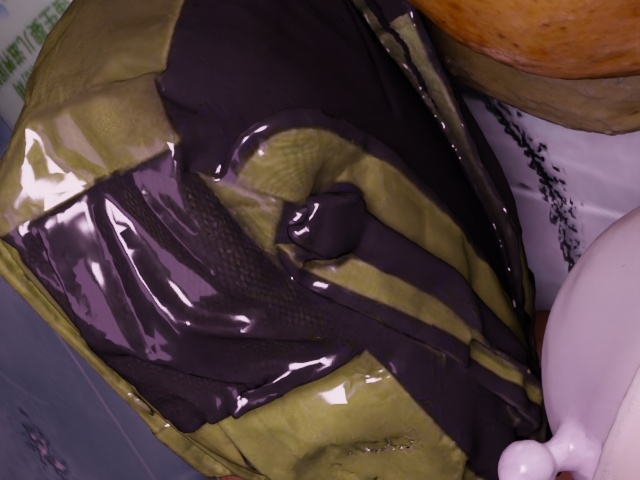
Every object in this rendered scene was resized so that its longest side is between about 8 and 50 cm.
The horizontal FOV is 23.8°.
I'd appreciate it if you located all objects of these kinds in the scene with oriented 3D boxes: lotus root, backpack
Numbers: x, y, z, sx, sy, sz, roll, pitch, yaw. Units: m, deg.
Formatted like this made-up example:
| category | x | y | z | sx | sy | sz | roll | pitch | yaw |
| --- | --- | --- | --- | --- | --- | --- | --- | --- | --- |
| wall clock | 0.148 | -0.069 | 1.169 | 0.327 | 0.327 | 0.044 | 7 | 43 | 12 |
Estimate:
| category | x | y | z | sx | sy | sz | roll | pitch | yaw |
| --- | --- | --- | --- | --- | --- | --- | --- | --- | --- |
| lotus root | 0.068 | -0.107 | 0.618 | 0.183 | 0.077 | 0.090 | 35 | 143 | 19 |
| backpack | 0.000 | 0.000 | 0.565 | 0.140 | 0.207 | 0.253 | -29 | 118 | 24 |

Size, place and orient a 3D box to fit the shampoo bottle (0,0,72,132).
| category | x | y | z | sx | sy | sz | roll | pitch | yaw |
| --- | --- | --- | --- | --- | --- | --- | --- | --- | --- |
| shampoo bottle | -0.072 | -0.090 | 0.732 | 0.349 | 0.151 | 0.222 | 53 | 140 | -7 |

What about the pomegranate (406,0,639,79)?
| category | x | y | z | sx | sy | sz | roll | pitch | yaw |
| --- | --- | --- | --- | --- | --- | --- | --- | --- | --- |
| pomegranate | 0.078 | -0.151 | 0.477 | 0.196 | 0.196 | 0.196 | 30 | 142 | 27 |

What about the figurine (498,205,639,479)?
| category | x | y | z | sx | sy | sz | roll | pitch | yaw |
| --- | --- | --- | --- | --- | --- | --- | --- | --- | --- |
| figurine | 0.164 | 0.032 | 0.512 | 0.141 | 0.236 | 0.162 | 37 | 142 | 31 |

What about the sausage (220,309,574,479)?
| category | x | y | z | sx | sy | sz | roll | pitch | yaw |
| --- | --- | --- | --- | --- | --- | --- | --- | --- | --- |
| sausage | 0.041 | 0.100 | 0.815 | 0.304 | 0.121 | 0.121 | -8 | 117 | 54 |
